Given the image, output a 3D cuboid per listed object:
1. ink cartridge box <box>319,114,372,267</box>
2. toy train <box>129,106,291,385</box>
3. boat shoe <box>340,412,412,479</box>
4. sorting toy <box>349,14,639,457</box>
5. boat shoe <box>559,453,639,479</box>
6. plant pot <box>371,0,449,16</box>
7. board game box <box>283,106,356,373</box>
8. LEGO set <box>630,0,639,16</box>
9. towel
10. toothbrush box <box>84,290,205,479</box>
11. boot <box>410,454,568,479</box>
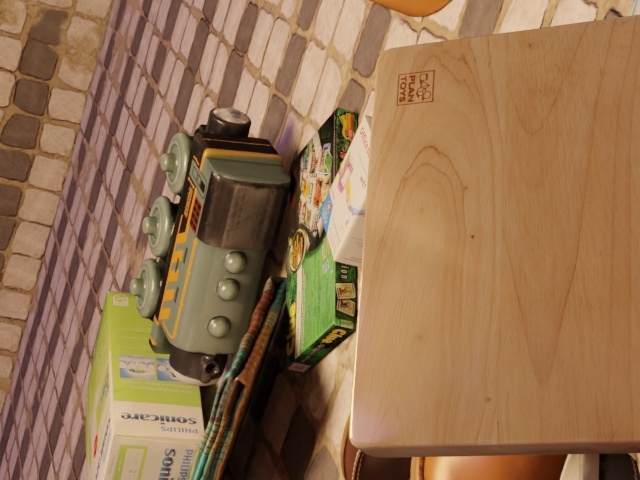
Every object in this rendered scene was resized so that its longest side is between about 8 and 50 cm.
[{"bbox_3d":[0.050,-0.047,1.307,0.088,0.052,0.122,-107,36,-53],"label":"ink cartridge box"},{"bbox_3d":[-0.133,0.012,1.615,0.190,0.142,0.334,-124,46,-56],"label":"toy train"},{"bbox_3d":[0.074,0.137,1.108,0.073,0.073,0.207,-121,47,-65],"label":"boat shoe"},{"bbox_3d":[0.159,0.005,0.781,0.255,0.089,0.257,-5,65,22],"label":"sorting toy"},{"bbox_3d":[0.181,0.263,0.745,0.116,0.099,0.319,95,178,-59],"label":"boat shoe"},{"bbox_3d":[0.045,-0.386,1.302,0.291,0.203,0.291,-167,90,-69],"label":"plant pot"},{"bbox_3d":[0.000,0.000,1.444,0.136,0.030,0.260,-43,40,53],"label":"board game box"},{"bbox_3d":[0.213,-0.246,0.911,0.244,0.060,0.182,-85,2,-54],"label":"LEGO set"},{"bbox_3d":[-0.122,0.245,1.473,0.271,0.040,0.370,-71,0,-68],"label":"towel"},{"bbox_3d":[-0.235,0.234,1.751,0.283,0.122,0.206,-106,27,-52],"label":"toothbrush box"},{"bbox_3d":[0.161,0.094,0.897,0.220,0.109,0.283,-50,26,43],"label":"boot"}]
